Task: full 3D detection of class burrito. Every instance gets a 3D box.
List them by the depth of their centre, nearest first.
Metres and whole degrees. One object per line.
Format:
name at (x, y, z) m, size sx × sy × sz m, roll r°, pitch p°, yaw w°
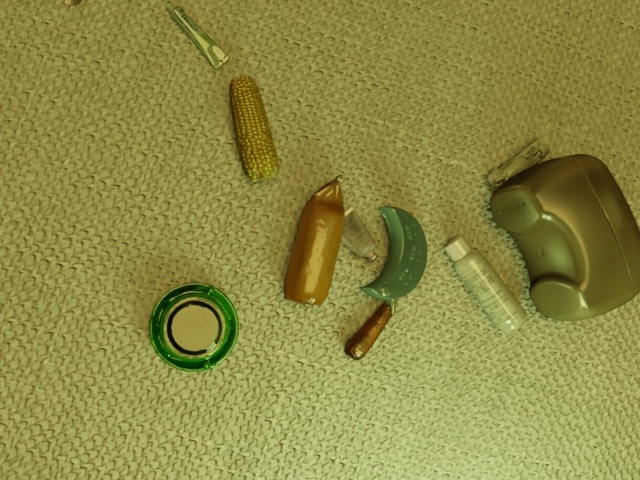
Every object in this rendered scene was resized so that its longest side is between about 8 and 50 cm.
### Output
burrito at (0.513, -0.199, 1.996) m, size 0.203 × 0.064 × 0.064 m, roll -34°, pitch 92°, yaw -11°

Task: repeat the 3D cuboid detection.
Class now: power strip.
power strip at (0.184, 0.051, 1.891) m, size 0.167 × 0.054 × 0.253 m, roll 18°, pitch 80°, yaw -32°

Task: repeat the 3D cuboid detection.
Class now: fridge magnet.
fridge magnet at (-0.293, 0.201, 1.806) m, size 0.208 × 0.088 × 0.208 m, roll 1°, pitch 86°, yaw -10°

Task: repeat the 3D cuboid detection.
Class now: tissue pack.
tissue pack at (0.621, -0.016, 1.894) m, size 0.277 × 0.267 × 0.387 m, roll -27°, pitch 91°, yaw -15°

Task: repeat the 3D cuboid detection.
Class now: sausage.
sausage at (-0.006, -0.003, 1.866) m, size 0.112 × 0.112 × 0.328 m, roll 15°, pitch 83°, yaw -9°

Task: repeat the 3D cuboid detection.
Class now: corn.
corn at (-0.164, -0.266, 1.867) m, size 0.091 × 0.091 × 0.260 m, roll -13°, pitch 83°, yaw -8°

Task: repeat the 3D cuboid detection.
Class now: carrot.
carrot at (0.120, 0.223, 1.900) m, size 0.055 × 0.055 × 0.161 m, roll 42°, pitch 73°, yaw -4°

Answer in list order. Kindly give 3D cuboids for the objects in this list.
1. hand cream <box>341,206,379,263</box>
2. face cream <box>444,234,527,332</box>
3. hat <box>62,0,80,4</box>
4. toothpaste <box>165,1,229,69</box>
hand cream at (0.090, -0.006, 1.918) m, size 0.084 × 0.053 × 0.142 m, roll -37°, pitch 77°, yaw -11°
face cream at (0.407, 0.103, 1.943) m, size 0.082 × 0.082 × 0.269 m, roll -37°, pitch 93°, yaw -11°
hat at (-0.590, -0.605, 1.847) m, size 0.058 × 0.042 × 0.087 m, roll 10°, pitch 118°, yaw -6°
toothpaste at (-0.303, -0.503, 1.891) m, size 0.048 × 0.029 × 0.197 m, roll -44°, pitch 97°, yaw -10°
